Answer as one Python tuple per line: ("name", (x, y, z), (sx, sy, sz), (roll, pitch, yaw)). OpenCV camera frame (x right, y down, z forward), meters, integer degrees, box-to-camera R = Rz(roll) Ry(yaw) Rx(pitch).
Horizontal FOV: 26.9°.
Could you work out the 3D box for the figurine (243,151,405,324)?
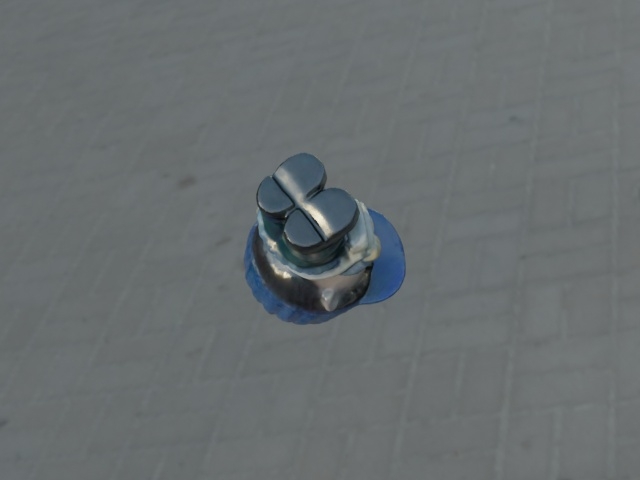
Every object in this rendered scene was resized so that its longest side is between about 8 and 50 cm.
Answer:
("figurine", (-0.007, 0.006, 0.666), (0.079, 0.077, 0.136), (-42, -13, 4))
